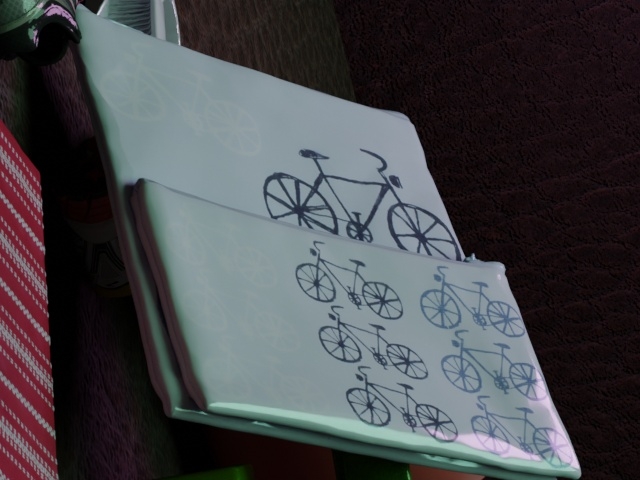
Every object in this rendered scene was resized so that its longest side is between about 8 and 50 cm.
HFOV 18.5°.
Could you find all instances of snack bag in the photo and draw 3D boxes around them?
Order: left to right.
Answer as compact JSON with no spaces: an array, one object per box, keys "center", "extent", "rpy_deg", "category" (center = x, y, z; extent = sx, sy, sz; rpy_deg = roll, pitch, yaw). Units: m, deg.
[{"center":[0.000,0.000,1.281],"extent":[0.323,0.037,0.342],"rpy_deg":[15,42,-36],"category":"snack bag"}]

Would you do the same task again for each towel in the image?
[{"center":[-0.186,0.029,1.007],"extent":[0.199,0.031,0.275],"rpy_deg":[62,17,-56],"category":"towel"}]

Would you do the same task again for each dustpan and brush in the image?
[{"center":[-0.133,-0.182,1.528],"extent":[0.147,0.060,0.211],"rpy_deg":[70,12,-45],"category":"dustpan and brush"}]

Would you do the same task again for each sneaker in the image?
[{"center":[-0.174,-0.145,1.209],"extent":[0.170,0.063,0.075],"rpy_deg":[-36,114,-75],"category":"sneaker"},{"center":[-0.124,-0.025,1.349],"extent":[0.225,0.088,0.093],"rpy_deg":[-52,135,-67],"category":"sneaker"}]

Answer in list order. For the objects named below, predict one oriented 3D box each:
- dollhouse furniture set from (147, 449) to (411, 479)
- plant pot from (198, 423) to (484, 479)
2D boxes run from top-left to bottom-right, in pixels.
[{"center":[-0.020,0.292,1.273],"extent":[0.151,0.197,0.301],"rpy_deg":[114,-33,-82],"category":"dollhouse furniture set"},{"center":[0.000,0.058,1.514],"extent":[0.275,0.275,0.243],"rpy_deg":[-86,152,-60],"category":"plant pot"}]
